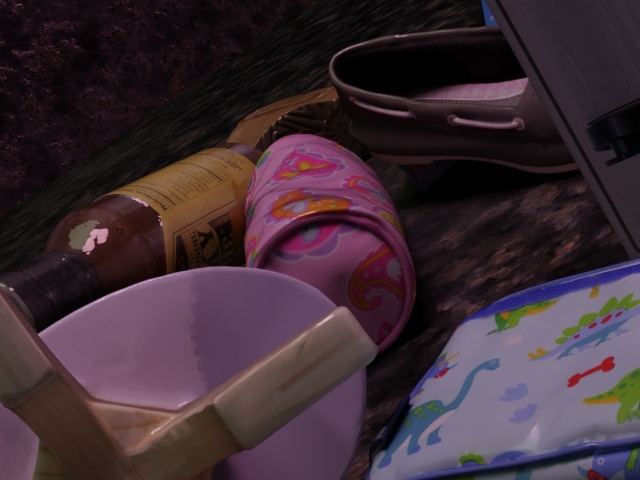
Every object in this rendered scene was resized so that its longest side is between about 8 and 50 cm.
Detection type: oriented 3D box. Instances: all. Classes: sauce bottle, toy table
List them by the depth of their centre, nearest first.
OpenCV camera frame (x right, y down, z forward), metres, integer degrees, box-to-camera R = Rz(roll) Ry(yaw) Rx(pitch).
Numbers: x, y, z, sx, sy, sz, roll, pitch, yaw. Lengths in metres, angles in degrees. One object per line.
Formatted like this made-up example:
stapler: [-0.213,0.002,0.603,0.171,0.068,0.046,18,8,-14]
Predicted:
toy table: [-0.091,0.113,0.598,0.274,0.252,0.161,-48,2,-10]
sauce bottle: [-0.150,0.011,1.054,0.111,0.111,0.344,-21,8,35]

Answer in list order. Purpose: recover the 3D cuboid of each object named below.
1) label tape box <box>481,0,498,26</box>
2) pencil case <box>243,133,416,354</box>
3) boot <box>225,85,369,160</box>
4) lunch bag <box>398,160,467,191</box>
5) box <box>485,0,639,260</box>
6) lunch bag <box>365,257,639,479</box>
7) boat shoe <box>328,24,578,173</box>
label tape box: [0.308,-0.358,1.497,0.333,0.106,0.240,-41,17,-30]
pencil case: [0.000,0.000,0.975,0.124,0.124,0.284,-31,14,4]
boot: [-0.039,-0.108,1.450,0.236,0.089,0.269,-28,12,-29]
lunch bag: [0.106,-0.090,1.158,0.083,0.053,0.071,-42,14,6]
box: [0.189,-0.147,0.724,0.169,0.290,0.087,-26,15,28]
lunch bag: [0.136,0.070,0.539,0.219,0.090,0.176,-18,18,39]
boat shoe: [0.141,-0.121,1.011,0.335,0.095,0.112,-2,50,44]
